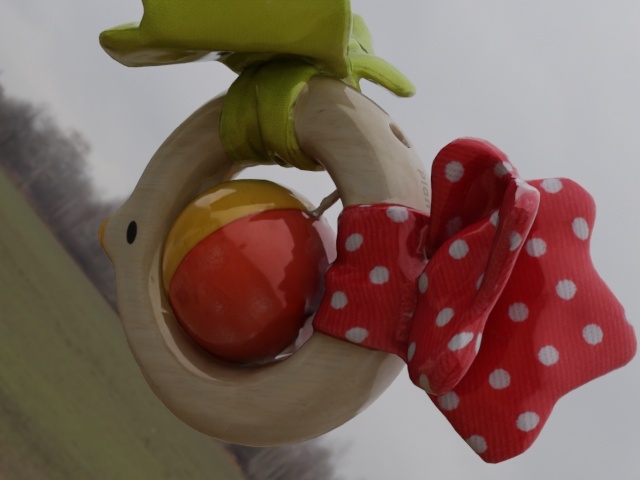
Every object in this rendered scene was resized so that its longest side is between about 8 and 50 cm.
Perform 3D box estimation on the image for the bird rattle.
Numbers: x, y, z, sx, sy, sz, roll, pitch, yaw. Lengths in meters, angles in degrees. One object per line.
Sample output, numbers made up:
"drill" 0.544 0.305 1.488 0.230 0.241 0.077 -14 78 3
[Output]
"bird rattle" 0.000 0.000 0.521 0.253 0.207 0.143 55 25 21
